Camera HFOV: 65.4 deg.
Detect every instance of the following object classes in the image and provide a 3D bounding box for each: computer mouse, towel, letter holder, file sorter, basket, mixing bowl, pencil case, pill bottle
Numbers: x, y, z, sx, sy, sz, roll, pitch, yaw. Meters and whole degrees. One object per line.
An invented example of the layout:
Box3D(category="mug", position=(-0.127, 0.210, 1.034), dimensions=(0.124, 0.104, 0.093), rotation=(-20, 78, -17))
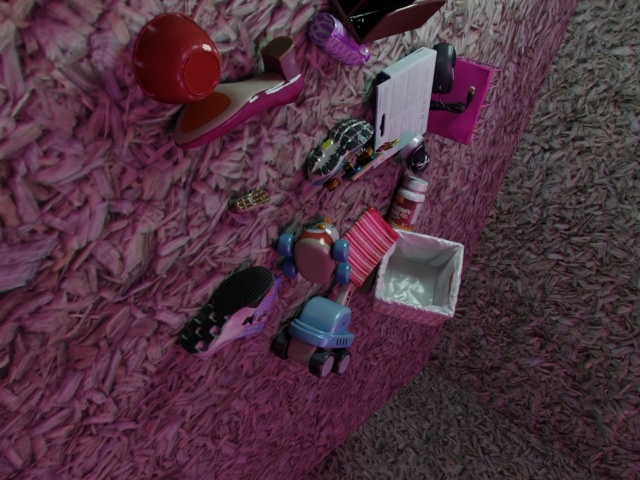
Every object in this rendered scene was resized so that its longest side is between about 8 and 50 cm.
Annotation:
Box3D(category="computer mouse", position=(0.472, -0.577, 1.815), dimensions=(0.060, 0.184, 0.261), rotation=(-59, 158, -46))
Box3D(category="towel", position=(0.174, 0.023, 1.960), dimensions=(0.199, 0.031, 0.274), rotation=(47, 73, -23))
Box3D(category="letter holder", position=(0.213, -0.654, 1.283), dimensions=(0.302, 0.151, 0.214), rotation=(-33, -177, -39))
Box3D(category="file sorter", position=(0.565, -0.560, 1.967), dimensions=(0.182, 0.202, 0.290), rotation=(-28, 138, -48))
Box3D(category="basket", position=(0.396, 0.166, 2.117), dimensions=(0.266, 0.332, 0.327), rotation=(97, 7, -68))
Box3D(category="mixing bowl", position=(-0.265, -0.344, 0.988), dimensions=(0.181, 0.098, 0.181), rotation=(-37, 144, -33))
Box3D(category="pencil case", position=(0.053, -0.525, 1.322), dimensions=(0.206, 0.088, 0.086), rotation=(1, 127, -56))
Box3D(category="pill bottle", position=(0.369, -0.155, 2.110), dimensions=(0.121, 0.121, 0.221), rotation=(-13, 127, -52))

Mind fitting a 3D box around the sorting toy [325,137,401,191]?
Box3D(category="sorting toy", position=(0.133, -0.258, 1.613), dimensions=(0.275, 0.132, 0.046), rotation=(-39, 105, -4))

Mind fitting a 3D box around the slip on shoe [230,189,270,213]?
Box3D(category="slip on shoe", position=(-0.194, -0.103, 1.378), dimensions=(0.041, 0.051, 0.135), rotation=(-31, -178, 40))

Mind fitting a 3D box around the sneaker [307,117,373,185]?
Box3D(category="sneaker", position=(0.056, -0.281, 1.567), dimensions=(0.275, 0.107, 0.110), rotation=(-45, 167, -16))

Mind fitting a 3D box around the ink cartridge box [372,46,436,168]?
Box3D(category="ink cartridge box", position=(0.269, -0.460, 1.735), dimensions=(0.330, 0.072, 0.323), rotation=(-36, 144, -30))

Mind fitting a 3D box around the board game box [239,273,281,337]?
Box3D(category="board game box", position=(-0.220, 0.215, 1.623), dimensions=(0.160, 0.039, 0.211), rotation=(-3, 119, -56))

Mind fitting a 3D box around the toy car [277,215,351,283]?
Box3D(category="toy car", position=(0.000, 0.000, 1.662), dimensions=(0.210, 0.220, 0.237), rotation=(82, 18, -47))

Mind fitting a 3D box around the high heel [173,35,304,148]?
Box3D(category="high heel", position=(-0.171, -0.297, 1.159), dimensions=(0.377, 0.127, 0.181), rotation=(-44, 154, -18))

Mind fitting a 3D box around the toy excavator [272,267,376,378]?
Box3D(category="toy excavator", position=(0.063, 0.288, 1.984), dimensions=(0.433, 0.223, 0.444), rotation=(18, 92, -62))

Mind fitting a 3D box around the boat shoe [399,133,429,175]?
Box3D(category="boat shoe", position=(0.369, -0.313, 1.897), dimensions=(0.108, 0.102, 0.301), rotation=(-42, 169, 0))

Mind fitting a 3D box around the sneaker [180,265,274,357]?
Box3D(category="sneaker", position=(-0.263, 0.214, 1.493), dimensions=(0.330, 0.122, 0.146), rotation=(-44, 155, -11))
